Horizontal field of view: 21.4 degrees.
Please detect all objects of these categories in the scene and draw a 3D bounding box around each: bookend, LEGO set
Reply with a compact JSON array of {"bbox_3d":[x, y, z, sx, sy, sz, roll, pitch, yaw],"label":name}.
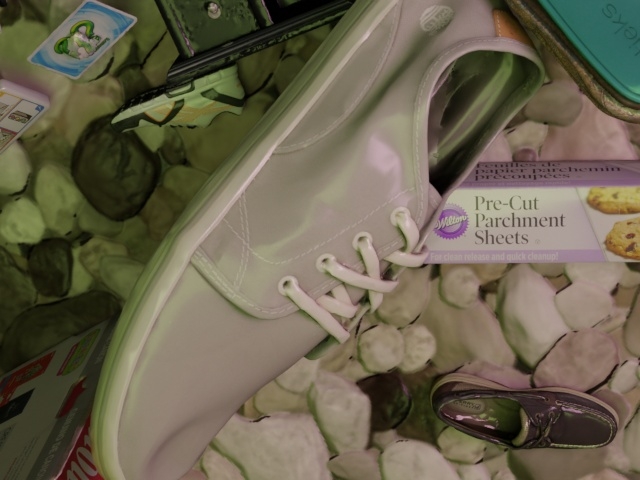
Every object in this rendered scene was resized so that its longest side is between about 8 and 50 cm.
[{"bbox_3d":[-0.065,-0.216,1.212,0.156,0.072,0.157,-19,108,14],"label":"bookend"},{"bbox_3d":[-0.239,-0.164,1.215,0.182,0.060,0.244,18,134,-44],"label":"LEGO set"}]

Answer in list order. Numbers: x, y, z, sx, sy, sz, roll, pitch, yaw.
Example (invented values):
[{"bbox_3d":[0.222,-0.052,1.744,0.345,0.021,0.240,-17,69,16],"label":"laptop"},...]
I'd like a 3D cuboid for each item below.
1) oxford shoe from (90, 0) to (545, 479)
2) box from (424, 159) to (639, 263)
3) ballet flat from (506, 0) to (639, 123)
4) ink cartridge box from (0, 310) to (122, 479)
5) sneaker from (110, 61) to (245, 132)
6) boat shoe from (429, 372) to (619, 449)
[{"bbox_3d":[0.000,0.000,1.175,0.130,0.169,0.449,36,88,26],"label":"oxford shoe"},{"bbox_3d":[0.236,-0.022,1.261,0.324,0.063,0.067,0,111,6],"label":"box"},{"bbox_3d":[0.142,-0.205,1.163,0.107,0.106,0.316,-33,84,4],"label":"ballet flat"},{"bbox_3d":[-0.235,0.210,1.272,0.272,0.309,0.130,-30,106,17],"label":"ink cartridge box"},{"bbox_3d":[-0.107,-0.098,1.281,0.109,0.040,0.044,-18,111,13],"label":"sneaker"},{"bbox_3d":[0.161,0.144,1.342,0.152,0.049,0.056,8,112,3],"label":"boat shoe"}]
